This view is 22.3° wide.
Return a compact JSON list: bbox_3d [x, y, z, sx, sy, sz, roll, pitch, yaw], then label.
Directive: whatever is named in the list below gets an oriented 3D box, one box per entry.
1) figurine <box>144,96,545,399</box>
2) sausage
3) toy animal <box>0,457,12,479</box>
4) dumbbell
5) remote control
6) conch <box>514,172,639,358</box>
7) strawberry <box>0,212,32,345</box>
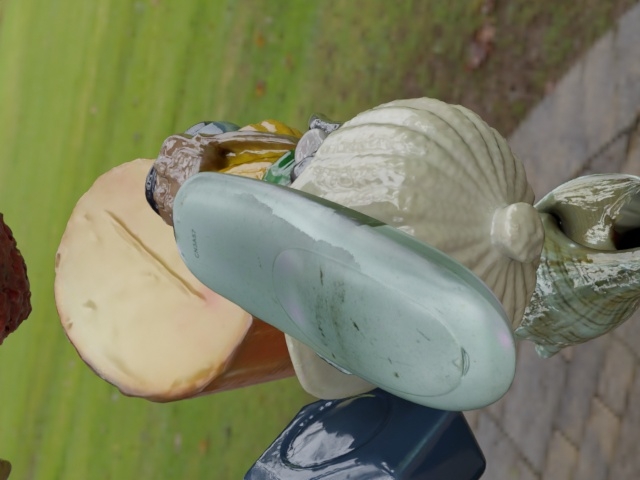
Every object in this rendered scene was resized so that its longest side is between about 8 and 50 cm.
[{"bbox_3d":[0.016,-0.024,1.118,0.204,0.185,0.332,-44,32,-2],"label":"figurine"},{"bbox_3d":[-0.095,0.034,1.615,0.233,0.287,0.233,0,91,27],"label":"sausage"},{"bbox_3d":[-0.325,0.269,1.285,0.358,0.188,0.226,-48,51,53],"label":"toy animal"},{"bbox_3d":[0.081,0.252,1.098,0.144,0.160,0.325,-9,117,40],"label":"dumbbell"},{"bbox_3d":[0.002,0.026,0.876,0.256,0.045,0.097,21,126,45],"label":"remote control"},{"bbox_3d":[0.290,0.023,1.735,0.169,0.386,0.203,38,-126,-61],"label":"conch"},{"bbox_3d":[-0.468,0.038,1.777,0.292,0.291,0.310,-105,2,-49],"label":"strawberry"}]
